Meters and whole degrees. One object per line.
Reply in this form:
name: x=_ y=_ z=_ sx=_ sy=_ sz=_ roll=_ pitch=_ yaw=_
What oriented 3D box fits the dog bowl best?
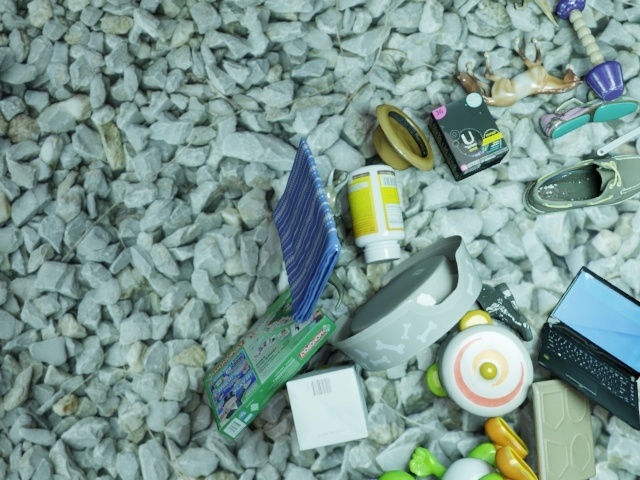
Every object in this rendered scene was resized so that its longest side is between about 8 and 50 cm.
dog bowl: x=0.180 y=0.134 z=1.182 sx=0.349 sy=0.349 sz=0.102 roll=-38 pitch=94 yaw=-1

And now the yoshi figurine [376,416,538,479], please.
yoshi figurine: x=0.247 y=0.509 z=1.183 sx=0.362 sy=0.203 sz=0.203 roll=-43 pitch=50 yaw=16

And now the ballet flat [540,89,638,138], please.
ballet flat: x=0.621 y=-0.306 z=1.331 sx=0.221 sy=0.077 sz=0.079 roll=-19 pitch=61 yaw=3

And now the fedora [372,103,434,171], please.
fedora: x=0.181 y=-0.227 z=1.335 sx=0.079 sy=0.194 sz=0.194 roll=-38 pitch=78 yaw=34

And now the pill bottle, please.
pill bottle: x=0.129 y=-0.058 z=1.316 sx=0.117 sy=0.117 sz=0.215 roll=-9 pitch=81 yaw=4

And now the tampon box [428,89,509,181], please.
tampon box: x=0.341 y=-0.241 z=1.328 sx=0.120 sy=0.101 sz=0.161 roll=-25 pitch=80 yaw=1

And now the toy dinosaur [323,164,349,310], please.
toy dinosaur: x=0.000 y=0.000 z=1.299 sx=0.121 sy=0.160 sz=0.314 roll=3 pitch=81 yaw=6

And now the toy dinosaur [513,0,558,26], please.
toy dinosaur: x=0.518 y=-0.600 z=1.387 sx=0.092 sy=0.053 sz=0.183 roll=-18 pitch=81 yaw=1

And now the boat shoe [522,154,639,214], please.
boat shoe: x=0.618 y=-0.129 z=1.285 sx=0.305 sy=0.091 sz=0.109 roll=-15 pitch=81 yaw=6

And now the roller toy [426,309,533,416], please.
roller toy: x=0.352 y=0.275 z=1.232 sx=0.191 sy=0.146 sz=0.209 roll=30 pitch=85 yaw=8

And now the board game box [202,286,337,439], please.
board game box: x=-0.120 y=0.252 z=1.257 sx=0.317 sy=0.213 sz=0.046 roll=-47 pitch=115 yaw=-1

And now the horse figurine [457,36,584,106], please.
horse figurine: x=0.460 y=-0.387 z=1.358 sx=0.263 sy=0.066 sz=0.174 roll=-20 pitch=75 yaw=0

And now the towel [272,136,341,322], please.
towel: x=-0.041 y=-0.023 z=1.210 sx=0.040 sy=0.243 sz=0.336 roll=4 pitch=45 yaw=-21

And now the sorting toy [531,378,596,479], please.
sorting toy: x=0.504 y=0.444 z=1.183 sx=0.041 sy=0.229 sz=0.307 roll=-11 pitch=77 yaw=49

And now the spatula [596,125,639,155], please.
spatula: x=0.780 y=-0.214 z=1.327 sx=0.242 sy=0.019 sz=0.168 roll=-30 pitch=81 yaw=4

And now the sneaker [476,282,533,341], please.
sneaker: x=0.403 y=0.162 z=1.294 sx=0.089 sy=0.051 sz=0.170 roll=-24 pitch=76 yaw=2

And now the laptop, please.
laptop: x=0.614 y=0.219 z=1.218 sx=0.234 sy=0.264 sz=0.137 roll=34 pitch=123 yaw=10

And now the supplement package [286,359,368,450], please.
supplement package: x=0.022 y=0.337 z=1.206 sx=0.139 sy=0.244 sz=0.134 roll=-13 pitch=82 yaw=3

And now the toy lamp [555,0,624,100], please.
toy lamp: x=0.622 y=-0.443 z=1.314 sx=0.080 sy=0.080 sz=0.275 roll=-12 pitch=65 yaw=4
